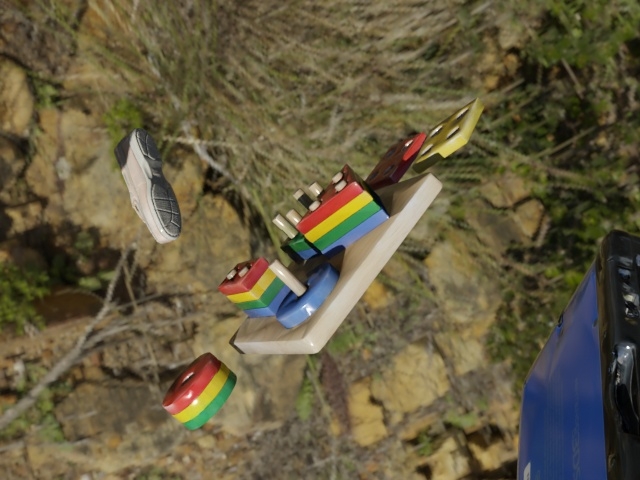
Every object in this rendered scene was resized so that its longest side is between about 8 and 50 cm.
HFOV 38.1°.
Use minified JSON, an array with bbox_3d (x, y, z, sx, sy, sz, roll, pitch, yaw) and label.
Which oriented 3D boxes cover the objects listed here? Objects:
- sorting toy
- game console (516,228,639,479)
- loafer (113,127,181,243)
[{"bbox_3d":[0.000,0.000,0.589,0.274,0.046,0.132,-51,-165,-21],"label":"sorting toy"},{"bbox_3d":[0.237,0.137,0.551,0.173,0.293,0.250,18,130,0],"label":"game console"},{"bbox_3d":[-0.172,-0.050,0.915,0.039,0.125,0.045,-29,159,24],"label":"loafer"}]
